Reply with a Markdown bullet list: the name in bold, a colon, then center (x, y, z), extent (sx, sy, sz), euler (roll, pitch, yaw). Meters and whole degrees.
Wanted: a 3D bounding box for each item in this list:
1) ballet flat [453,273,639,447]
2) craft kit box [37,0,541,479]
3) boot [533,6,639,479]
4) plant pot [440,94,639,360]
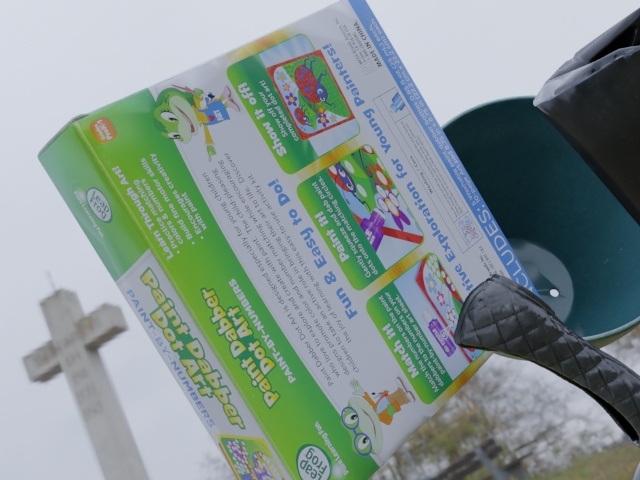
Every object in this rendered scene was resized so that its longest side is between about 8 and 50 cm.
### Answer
- **ballet flat**: center (0.150, 0.084, 0.586), extent (0.049, 0.173, 0.057), euler (-54, 7, -7)
- **craft kit box**: center (0.000, 0.000, 0.608), extent (0.061, 0.250, 0.246), euler (-27, 5, 46)
- **boot**: center (0.337, 0.027, 0.910), extent (0.367, 0.445, 0.146), euler (-39, 20, 2)
- **plant pot**: center (0.229, 0.015, 1.108), extent (0.290, 0.290, 0.195), euler (-21, -26, -12)
